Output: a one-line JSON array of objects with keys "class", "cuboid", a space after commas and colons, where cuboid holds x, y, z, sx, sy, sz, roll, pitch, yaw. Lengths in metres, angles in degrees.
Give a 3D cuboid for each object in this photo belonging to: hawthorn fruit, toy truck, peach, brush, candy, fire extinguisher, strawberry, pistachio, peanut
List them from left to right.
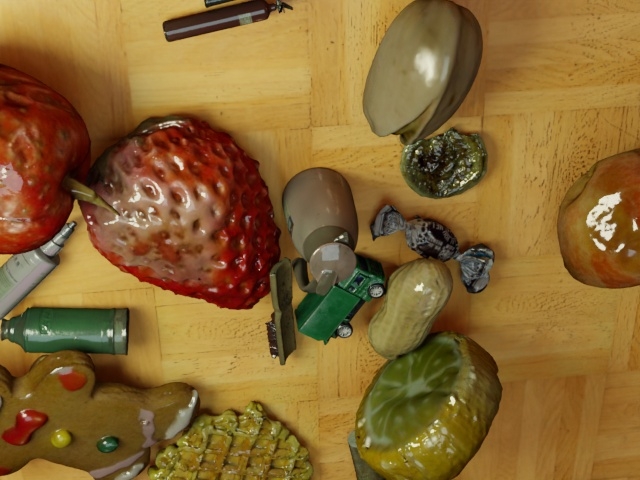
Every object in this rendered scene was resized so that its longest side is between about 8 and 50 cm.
[{"class": "hawthorn fruit", "cuboid": [-0.420, -0.107, 1.366, 0.262, 0.258, 0.258, 10, 129, 33]}, {"class": "strawberry", "cuboid": [-0.182, -0.010, 1.523, 0.265, 0.149, 0.336, -37, 120, 12]}, {"class": "fire extinguisher", "cuboid": [-0.125, -0.303, 1.426, 0.173, 0.035, 0.049, -13, 84, 0]}, {"class": "brush", "cuboid": [-0.064, 0.107, 1.628, 0.036, 0.043, 0.248, 23, 147, 18]}, {"class": "toy truck", "cuboid": [0.034, 0.087, 1.661, 0.079, 0.065, 0.147, 29, 113, -24]}, {"class": "peanut", "cuboid": [0.132, 0.106, 1.657, 0.099, 0.090, 0.214, 38, 131, 16]}, {"class": "pistachio", "cuboid": [0.136, -0.223, 1.450, 0.138, 0.153, 0.238, 19, 144, -8]}, {"class": "candy", "cuboid": [0.166, 0.259, 1.673, 0.260, 0.260, 0.118, -40, 113, 16]}, {"class": "candy", "cuboid": [0.174, 0.012, 1.645, 0.226, 0.051, 0.094, 30, 115, -23]}, {"class": "peach", "cuboid": [0.458, -0.023, 1.584, 0.235, 0.214, 0.214, -31, 122, 32]}]

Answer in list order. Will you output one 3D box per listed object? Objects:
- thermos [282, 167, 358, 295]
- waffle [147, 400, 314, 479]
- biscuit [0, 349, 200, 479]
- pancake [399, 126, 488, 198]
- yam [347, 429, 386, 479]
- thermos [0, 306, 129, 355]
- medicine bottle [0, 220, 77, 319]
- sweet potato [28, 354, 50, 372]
[{"class": "thermos", "cuboid": [0.000, 0.000, 1.528, 0.105, 0.193, 0.137, 20, 116, -21]}, {"class": "waffle", "cuboid": [-0.149, 0.397, 1.828, 0.291, 0.051, 0.291, -4, 122, -7]}, {"class": "biscuit", "cuboid": [-0.411, 0.281, 1.632, 0.432, 0.064, 0.283, 23, 120, -39]}, {"class": "pancake", "cuboid": [0.183, -0.111, 1.589, 0.130, 0.022, 0.116, -15, 122, 6]}, {"class": "yam", "cuboid": [0.081, 0.384, 1.852, 0.054, 0.054, 0.132, -13, 120, 0]}, {"class": "thermos", "cuboid": [-0.385, 0.135, 1.631, 0.188, 0.083, 0.073, 2, 90, -8]}, {"class": "medicine bottle", "cuboid": [-0.423, 0.037, 1.568, 0.199, 0.057, 0.057, -41, 118, 17]}, {"class": "sweet potato", "cuboid": [-0.417, 0.257, 1.695, 0.078, 0.058, 0.255, -1, 134, 8]}]
